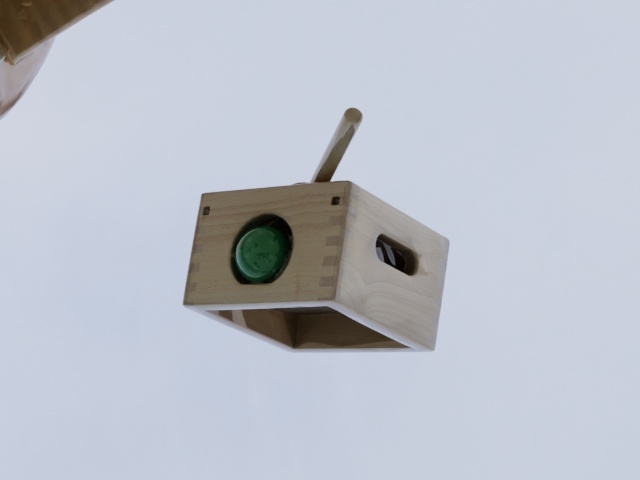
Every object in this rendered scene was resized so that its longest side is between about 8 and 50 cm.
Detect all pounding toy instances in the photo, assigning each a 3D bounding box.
[{"bbox_3d":[0.000,0.000,0.900,0.130,0.141,0.100,-4,-110,36],"label":"pounding toy"}]

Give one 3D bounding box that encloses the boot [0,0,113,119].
[{"bbox_3d":[-0.146,-0.007,0.278,0.211,0.104,0.295,-21,-164,34],"label":"boot"}]
